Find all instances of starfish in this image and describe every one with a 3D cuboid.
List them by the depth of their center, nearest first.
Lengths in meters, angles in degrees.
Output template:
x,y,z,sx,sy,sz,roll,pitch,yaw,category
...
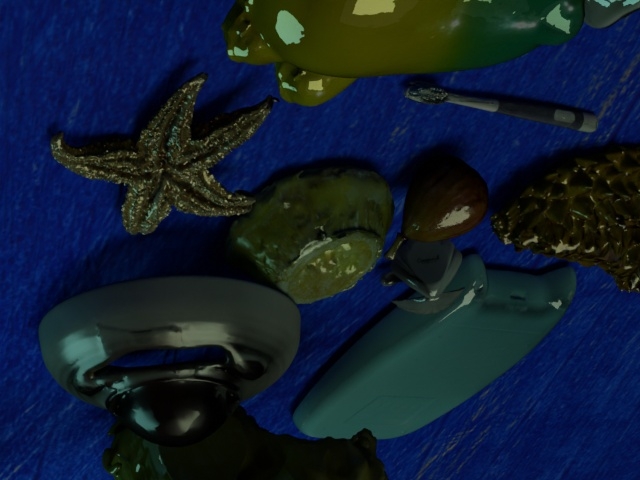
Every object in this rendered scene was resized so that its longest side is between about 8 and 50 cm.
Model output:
x,y,z,sx,sy,sz,roll,pitch,yaw,category
-0.145,-0.075,1.677,0.240,0.043,0.227,9,135,-40,starfish

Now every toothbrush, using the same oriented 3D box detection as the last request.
x,y,z,sx,sy,sz,roll,pitch,yaw,category
0.192,-0.135,1.842,0.288,0.026,0.024,6,97,-43,toothbrush

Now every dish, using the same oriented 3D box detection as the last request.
x,y,z,sx,sy,sz,roll,pitch,yaw,category
-0.150,0.145,1.866,0.273,0.134,0.273,-5,156,-2,dish

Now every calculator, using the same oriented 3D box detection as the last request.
x,y,z,sx,sy,sz,roll,pitch,yaw,category
0.132,0.150,2.241,0.256,0.054,0.386,7,142,-43,calculator

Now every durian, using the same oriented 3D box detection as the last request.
x,y,z,sx,sy,sz,roll,pitch,yaw,category
0.348,-0.018,2.059,0.191,0.112,0.341,-38,146,28,durian

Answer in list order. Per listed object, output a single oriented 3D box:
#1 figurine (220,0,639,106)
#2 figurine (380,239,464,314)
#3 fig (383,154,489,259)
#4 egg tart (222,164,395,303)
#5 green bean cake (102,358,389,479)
x,y,z,sx,sy,sz,roll,pitch,yaw,category
0.091,-0.231,1.409,0.340,0.231,0.323,-15,150,-26,figurine
0.114,0.042,2.041,0.094,0.082,0.086,-9,166,-6,figurine
0.113,-0.028,1.881,0.125,0.089,0.089,-43,153,-11,fig
0.000,0.000,1.871,0.197,0.078,0.197,-20,152,-11,egg tart
-0.080,0.266,2.028,0.285,0.310,0.202,-33,146,-6,green bean cake
